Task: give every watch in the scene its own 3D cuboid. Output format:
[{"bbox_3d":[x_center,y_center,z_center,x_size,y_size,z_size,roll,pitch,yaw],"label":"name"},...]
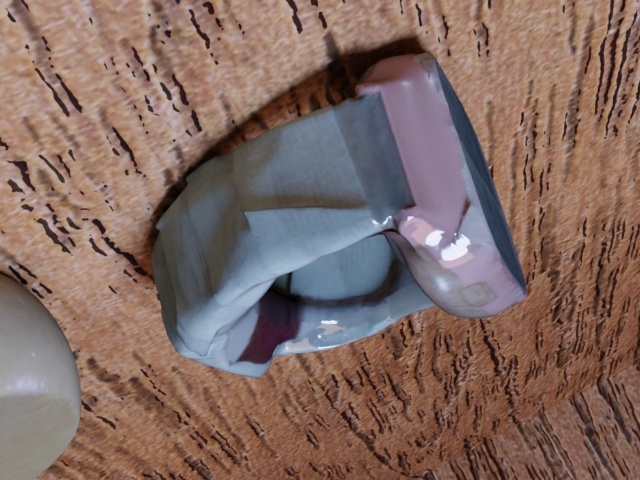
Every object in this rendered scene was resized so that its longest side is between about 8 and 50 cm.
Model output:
[{"bbox_3d":[0.000,0.000,1.026,0.241,0.161,0.253,-18,159,11],"label":"watch"}]

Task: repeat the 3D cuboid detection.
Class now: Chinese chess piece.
[{"bbox_3d":[-0.289,0.122,0.985,0.273,0.102,0.273,-25,159,-10],"label":"Chinese chess piece"}]
